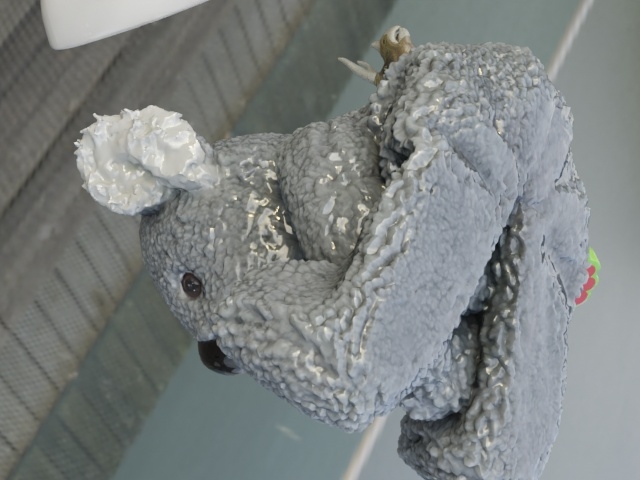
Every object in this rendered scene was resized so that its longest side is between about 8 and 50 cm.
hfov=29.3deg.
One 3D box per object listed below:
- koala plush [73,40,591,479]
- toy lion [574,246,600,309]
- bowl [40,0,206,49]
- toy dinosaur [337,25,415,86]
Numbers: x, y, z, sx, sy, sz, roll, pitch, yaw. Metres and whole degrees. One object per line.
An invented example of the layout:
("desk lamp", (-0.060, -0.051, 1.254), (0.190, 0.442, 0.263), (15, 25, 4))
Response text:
("koala plush", (0.000, 0.000, 0.605), (0.196, 0.221, 0.203), (37, 66, -46))
("toy lion", (0.127, 0.021, 0.769), (0.100, 0.096, 0.034), (69, 3, -48))
("bowl", (-0.088, -0.163, 0.672), (0.142, 0.142, 0.053), (-92, 161, -66))
("toy dinosaur", (0.107, -0.076, 1.131), (0.121, 0.160, 0.314), (46, 34, -35))
